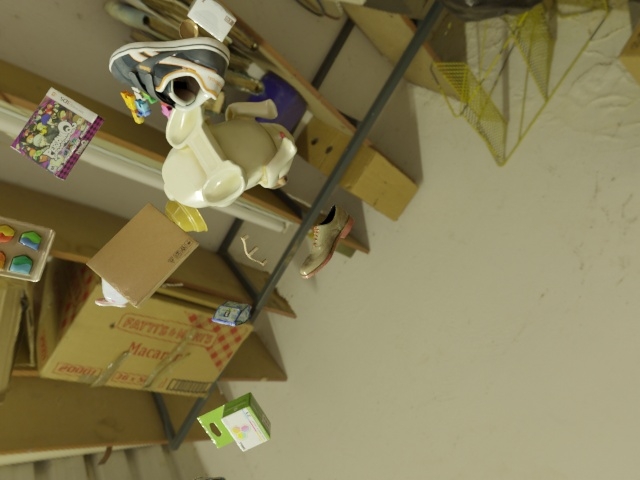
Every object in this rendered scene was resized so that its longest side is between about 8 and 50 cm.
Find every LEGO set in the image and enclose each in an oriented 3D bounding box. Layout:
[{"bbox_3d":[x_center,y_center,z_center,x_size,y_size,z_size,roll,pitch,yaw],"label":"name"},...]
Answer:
[{"bbox_3d":[-0.546,-0.413,1.305,0.227,0.093,0.087,33,-125,32],"label":"LEGO set"}]

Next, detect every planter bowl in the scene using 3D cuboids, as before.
[{"bbox_3d":[-0.552,-0.102,1.663,0.217,0.090,0.217,43,157,23],"label":"planter bowl"}]

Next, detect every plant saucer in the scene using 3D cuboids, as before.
[{"bbox_3d":[-0.529,-0.838,1.672,0.015,0.083,0.083,33,-169,35],"label":"plant saucer"}]

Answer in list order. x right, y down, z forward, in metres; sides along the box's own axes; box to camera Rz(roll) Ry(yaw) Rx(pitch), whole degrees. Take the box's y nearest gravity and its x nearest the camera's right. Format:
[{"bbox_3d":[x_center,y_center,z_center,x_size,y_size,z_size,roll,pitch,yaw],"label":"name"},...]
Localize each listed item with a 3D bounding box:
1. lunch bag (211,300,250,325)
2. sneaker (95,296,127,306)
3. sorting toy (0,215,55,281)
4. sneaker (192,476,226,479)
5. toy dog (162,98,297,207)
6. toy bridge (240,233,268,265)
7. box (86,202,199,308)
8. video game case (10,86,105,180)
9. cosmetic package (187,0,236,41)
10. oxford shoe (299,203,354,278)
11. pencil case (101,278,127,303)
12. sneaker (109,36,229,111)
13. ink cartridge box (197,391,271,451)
[{"bbox_3d":[-0.430,0.360,2.024,0.128,0.096,0.151,6,-160,20],"label":"lunch bag"},{"bbox_3d":[-0.955,0.263,1.922,0.134,0.070,0.051,10,-163,-24],"label":"sneaker"},{"bbox_3d":[-1.040,0.027,1.416,0.208,0.193,0.038,19,174,-31],"label":"sorting toy"},{"bbox_3d":[-0.382,0.829,1.424,0.135,0.058,0.052,5,-116,-27],"label":"sneaker"},{"bbox_3d":[-0.234,-0.235,1.261,0.284,0.395,0.408,51,-142,7],"label":"toy dog"},{"bbox_3d":[-0.339,0.054,2.085,0.188,0.063,0.026,55,159,-23],"label":"toy bridge"},{"bbox_3d":[-0.414,0.031,0.980,0.164,0.201,0.021,37,165,10],"label":"box"},{"bbox_3d":[-0.825,-0.337,1.316,0.210,0.232,0.042,31,176,13],"label":"video game case"},{"bbox_3d":[-0.331,-0.685,1.266,0.117,0.085,0.231,31,-159,-29],"label":"cosmetic package"},{"bbox_3d":[0.000,0.000,1.780,0.130,0.348,0.123,45,157,-27],"label":"oxford shoe"},{"bbox_3d":[-0.731,0.134,1.535,0.124,0.273,0.114,16,-127,-19],"label":"pencil case"},{"bbox_3d":[-0.363,-0.373,0.961,0.321,0.128,0.126,2,171,24],"label":"sneaker"},{"bbox_3d":[-0.358,0.774,1.729,0.189,0.255,0.097,63,-178,-17],"label":"ink cartridge box"}]
